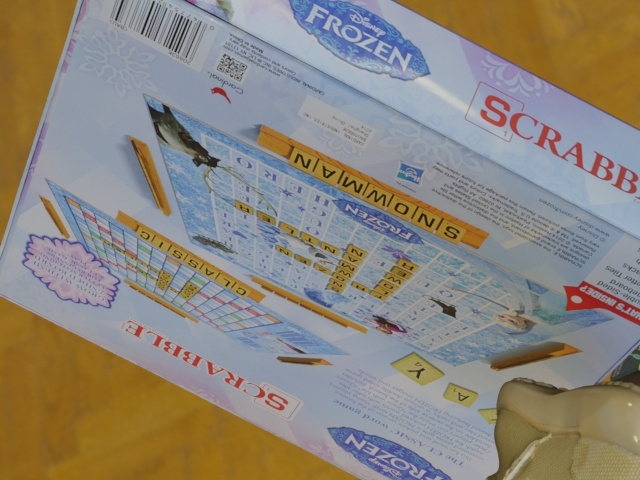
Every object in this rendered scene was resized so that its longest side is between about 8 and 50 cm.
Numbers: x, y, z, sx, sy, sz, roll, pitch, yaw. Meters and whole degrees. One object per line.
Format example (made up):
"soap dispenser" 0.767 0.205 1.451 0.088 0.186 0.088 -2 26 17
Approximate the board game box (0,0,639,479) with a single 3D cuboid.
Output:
"board game box" 0.000 0.000 0.901 0.066 0.319 0.318 -65 4 -36

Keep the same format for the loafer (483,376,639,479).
"loafer" 0.114 0.112 0.701 0.102 0.268 0.092 21 81 3

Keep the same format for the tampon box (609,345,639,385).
"tampon box" 0.263 0.044 0.963 0.120 0.101 0.161 -56 5 -27
